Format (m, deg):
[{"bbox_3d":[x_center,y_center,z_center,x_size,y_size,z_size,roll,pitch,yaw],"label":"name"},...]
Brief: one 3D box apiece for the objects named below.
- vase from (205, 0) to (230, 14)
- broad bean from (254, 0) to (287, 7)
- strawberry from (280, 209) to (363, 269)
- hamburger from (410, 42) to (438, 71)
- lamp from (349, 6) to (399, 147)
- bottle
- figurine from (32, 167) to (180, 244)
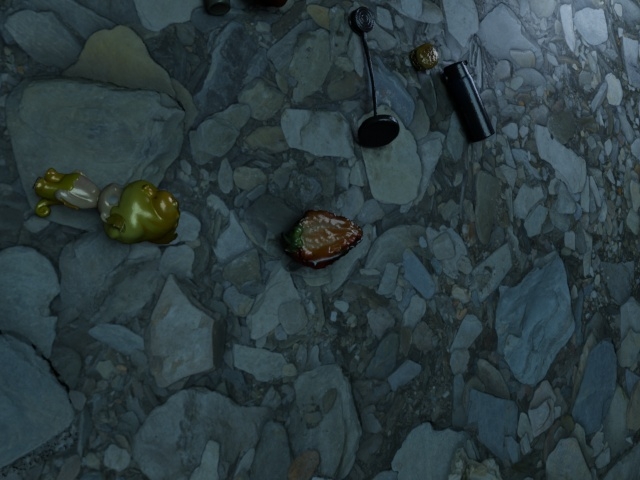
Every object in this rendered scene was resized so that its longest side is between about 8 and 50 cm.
[{"bbox_3d":[-0.232,-0.555,0.984,0.053,0.053,0.101,-12,88,-31],"label":"vase"},{"bbox_3d":[-0.113,-0.634,0.980,0.156,0.122,0.228,-55,156,-50],"label":"broad bean"},{"bbox_3d":[-0.003,0.000,1.054,0.140,0.085,0.192,48,60,1],"label":"strawberry"},{"bbox_3d":[0.303,-0.530,1.302,0.083,0.044,0.076,-45,109,-28],"label":"hamburger"},{"bbox_3d":[0.149,-0.435,1.165,0.130,0.108,0.371,6,83,-29],"label":"lamp"},{"bbox_3d":[0.447,-0.421,1.363,0.244,0.082,0.072,64,17,-12],"label":"bottle"},{"bbox_3d":[-0.380,-0.063,0.826,0.246,0.131,0.156,20,35,-13],"label":"figurine"}]
